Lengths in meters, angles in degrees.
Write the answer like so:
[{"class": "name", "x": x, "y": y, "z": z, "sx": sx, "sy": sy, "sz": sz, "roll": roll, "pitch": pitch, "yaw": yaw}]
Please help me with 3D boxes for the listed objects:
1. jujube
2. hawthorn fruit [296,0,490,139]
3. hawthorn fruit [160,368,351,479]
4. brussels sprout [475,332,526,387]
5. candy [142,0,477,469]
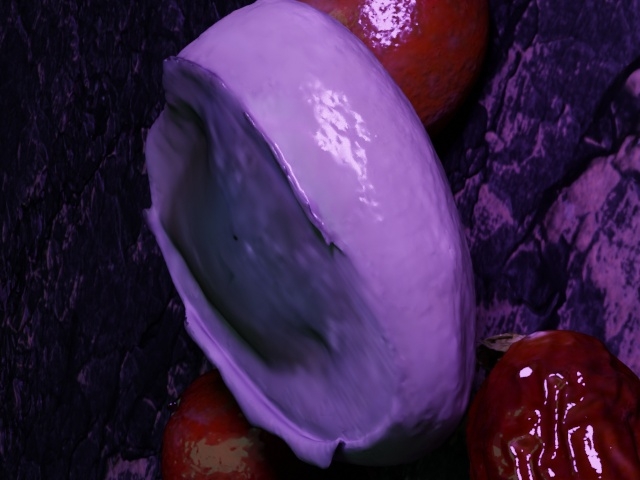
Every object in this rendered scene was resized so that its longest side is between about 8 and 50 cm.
[{"class": "jujube", "x": 0.200, "y": 0.196, "z": 1.547, "sx": 0.174, "sy": 0.174, "sz": 0.250, "roll": -32, "pitch": 54, "yaw": 50}, {"class": "hawthorn fruit", "x": 0.078, "y": -0.201, "z": 1.825, "sx": 0.251, "sy": 0.199, "sz": 0.199, "roll": -43, "pitch": 47, "yaw": 24}, {"class": "hawthorn fruit", "x": -0.048, "y": 0.219, "z": 1.942, "sx": 0.251, "sy": 0.189, "sz": 0.189, "roll": 1, "pitch": 84, "yaw": 38}, {"class": "brussels sprout", "x": 0.172, "y": 0.118, "z": 1.714, "sx": 0.085, "sy": 0.058, "sz": 0.085, "roll": 23, "pitch": 129, "yaw": 32}, {"class": "candy", "x": 0.000, "y": 0.000, "z": 1.686, "sx": 0.427, "sy": 0.186, "sz": 0.386, "roll": 59, "pitch": 150, "yaw": 26}]
